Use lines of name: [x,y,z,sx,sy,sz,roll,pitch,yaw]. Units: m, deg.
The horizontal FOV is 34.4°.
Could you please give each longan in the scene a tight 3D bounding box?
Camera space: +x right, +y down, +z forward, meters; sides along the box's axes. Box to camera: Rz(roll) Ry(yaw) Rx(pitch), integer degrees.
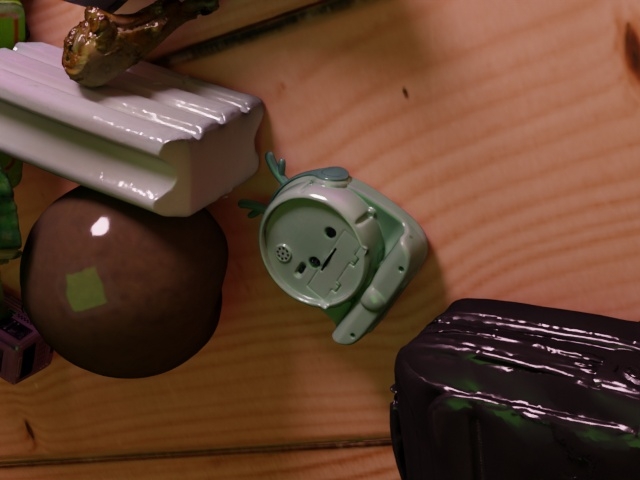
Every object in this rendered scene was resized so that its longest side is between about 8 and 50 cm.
longan: [-0.210,0.045,1.164,0.248,0.248,0.248,12,117,25]

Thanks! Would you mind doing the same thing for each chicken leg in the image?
chicken leg: [-0.185,-0.219,1.063,0.070,0.178,0.093,62,166,15]

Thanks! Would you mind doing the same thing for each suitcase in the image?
suitcase: [0.232,0.239,1.032,0.339,0.188,0.345,8,117,33]

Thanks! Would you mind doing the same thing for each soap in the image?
soap: [-0.226,-0.129,1.116,0.290,0.173,0.095,21,121,20]

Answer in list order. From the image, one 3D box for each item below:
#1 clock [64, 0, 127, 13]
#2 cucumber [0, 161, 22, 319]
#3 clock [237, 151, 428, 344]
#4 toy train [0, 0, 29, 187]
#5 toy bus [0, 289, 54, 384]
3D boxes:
clock: [-0.195,-0.336,1.029,0.193,0.073,0.144,-30,64,36]
cucumber: [-0.397,-0.013,1.113,0.191,0.130,0.191,19,115,46]
clock: [0.000,0.000,1.113,0.211,0.066,0.159,38,124,11]
toy train: [-0.471,-0.169,1.192,0.173,0.249,0.307,42,132,43]
toy bus: [-0.452,0.114,1.404,0.178,0.098,0.086,28,123,17]
